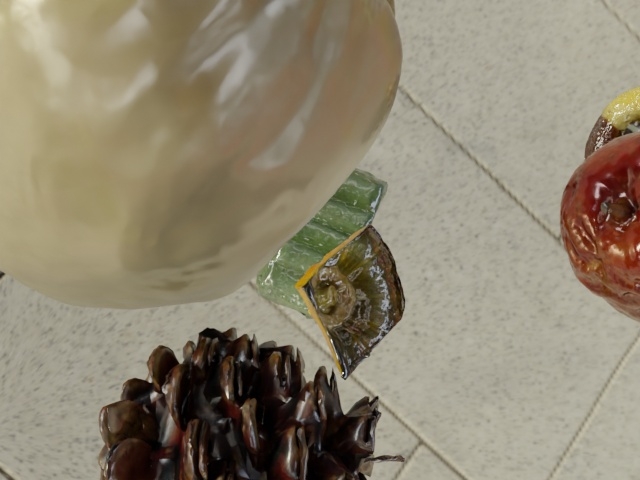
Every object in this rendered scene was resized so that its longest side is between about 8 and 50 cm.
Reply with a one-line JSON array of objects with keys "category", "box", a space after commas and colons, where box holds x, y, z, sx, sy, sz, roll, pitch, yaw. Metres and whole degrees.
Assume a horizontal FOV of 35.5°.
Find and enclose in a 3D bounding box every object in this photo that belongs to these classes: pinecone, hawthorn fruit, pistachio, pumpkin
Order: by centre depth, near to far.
[{"category": "pinecone", "box": [-0.049, 0.164, 0.689, 0.221, 0.221, 0.221, 4, 78, -19]}, {"category": "pumpkin", "box": [0.020, 0.043, 0.697, 0.101, 0.035, 0.073, -38, 99, -45]}, {"category": "pistachio", "box": [-0.122, -0.137, 0.715, 0.365, 0.445, 0.281, 6, 39, -13]}, {"category": "hawthorn fruit", "box": [0.323, -0.020, 0.986, 0.243, 0.207, 0.207, 13, 73, -48]}]

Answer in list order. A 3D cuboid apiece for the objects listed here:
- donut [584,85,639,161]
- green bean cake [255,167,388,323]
[{"category": "donut", "box": [0.452, -0.138, 1.408, 0.073, 0.166, 0.184, 15, 117, -42]}, {"category": "green bean cake", "box": [0.000, 0.000, 1.349, 0.125, 0.227, 0.222, 21, 89, 3]}]
